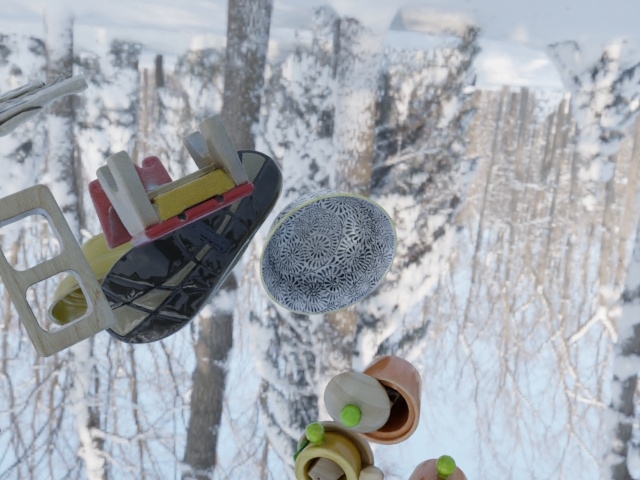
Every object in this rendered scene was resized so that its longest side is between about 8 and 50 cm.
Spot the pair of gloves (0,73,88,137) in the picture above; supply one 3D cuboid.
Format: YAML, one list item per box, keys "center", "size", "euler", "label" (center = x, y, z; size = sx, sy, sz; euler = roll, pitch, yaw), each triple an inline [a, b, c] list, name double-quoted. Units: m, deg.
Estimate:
- center: [-0.492, -0.219, 1.161]
  size: [0.204, 0.042, 0.240]
  euler: [-32, -153, -22]
  label: "pair of gloves"

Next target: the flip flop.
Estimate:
- center: [-0.147, 0.010, 0.837]
  size: [0.112, 0.277, 0.080]
  euler: [37, 171, 7]
  label: "flip flop"

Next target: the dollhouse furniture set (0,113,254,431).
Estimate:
- center: [-0.241, 0.048, 0.591]
  size: [0.374, 0.152, 0.201]
  euler: [-27, -173, -26]
  label: "dollhouse furniture set"

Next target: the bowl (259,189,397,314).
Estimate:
- center: [0.000, 0.000, 0.852]
  size: [0.170, 0.170, 0.080]
  euler: [0, -148, -20]
  label: "bowl"

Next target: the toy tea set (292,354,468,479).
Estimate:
- center: [0.062, 0.282, 0.697]
  size: [0.200, 0.336, 0.124]
  euler: [-18, -167, 25]
  label: "toy tea set"

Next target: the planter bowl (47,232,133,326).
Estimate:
- center: [-0.282, 0.043, 1.002]
  size: [0.217, 0.090, 0.217]
  euler: [-18, 160, -7]
  label: "planter bowl"
